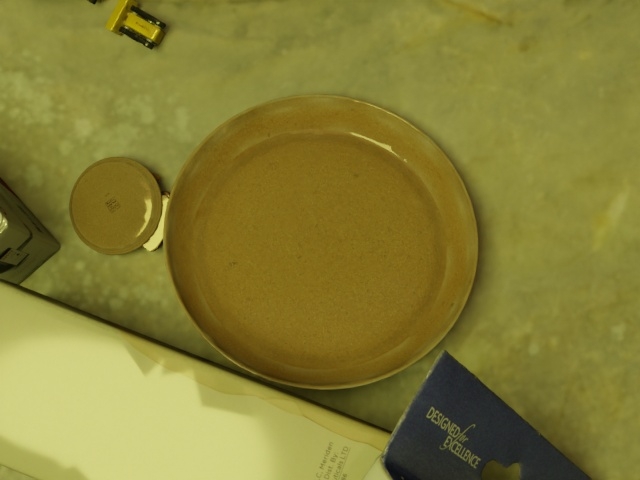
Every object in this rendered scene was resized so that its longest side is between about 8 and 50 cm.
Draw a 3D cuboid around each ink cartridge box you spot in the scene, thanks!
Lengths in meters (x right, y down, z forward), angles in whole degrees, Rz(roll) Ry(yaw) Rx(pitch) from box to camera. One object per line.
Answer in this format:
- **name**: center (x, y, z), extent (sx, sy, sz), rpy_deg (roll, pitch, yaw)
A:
- **ink cartridge box**: center (-0.259, -0.020, 0.752), extent (0.056, 0.135, 0.099), rpy_deg (-42, 83, -4)
- **ink cartridge box**: center (0.075, 0.262, 0.641), extent (0.072, 0.303, 0.307), rpy_deg (32, 84, 43)

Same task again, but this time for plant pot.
- **plant pot**: center (0.000, 0.000, 0.778), extent (0.236, 0.032, 0.236), rpy_deg (2, 70, -4)

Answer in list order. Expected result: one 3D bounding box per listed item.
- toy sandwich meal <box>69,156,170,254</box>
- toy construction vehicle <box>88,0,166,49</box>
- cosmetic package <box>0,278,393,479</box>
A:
- **toy sandwich meal**: center (-0.156, -0.026, 0.807), extent (0.085, 0.029, 0.085), rpy_deg (-1, 87, 11)
- **toy construction vehicle**: center (-0.156, -0.211, 0.832), extent (0.098, 0.035, 0.086), rpy_deg (28, 94, 7)
- **cosmetic package**: center (-0.097, 0.136, 0.719), extent (0.309, 0.160, 0.113), rpy_deg (22, 82, 2)
